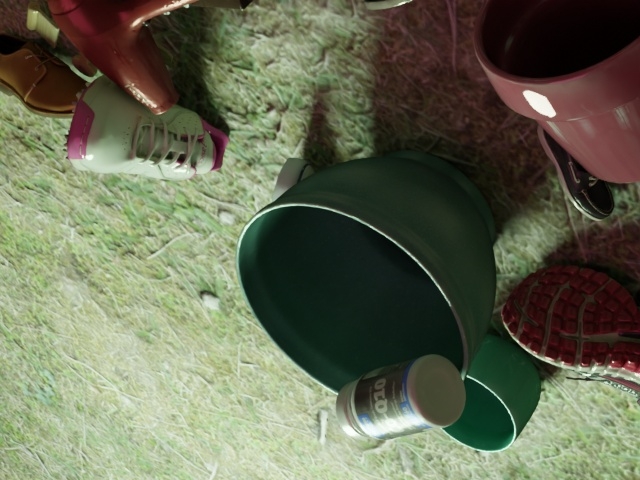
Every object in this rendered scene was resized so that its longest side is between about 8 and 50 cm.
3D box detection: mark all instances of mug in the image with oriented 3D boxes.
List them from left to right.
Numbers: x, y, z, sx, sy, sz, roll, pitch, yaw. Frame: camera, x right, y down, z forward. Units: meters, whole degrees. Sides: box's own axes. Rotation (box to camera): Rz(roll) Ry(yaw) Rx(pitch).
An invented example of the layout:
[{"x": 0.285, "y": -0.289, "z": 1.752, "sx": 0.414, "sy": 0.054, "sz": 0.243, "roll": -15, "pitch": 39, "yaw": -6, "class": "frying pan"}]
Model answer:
[{"x": 0.195, "y": 0.165, "z": 1.759, "sx": 0.129, "sy": 0.097, "sz": 0.157, "roll": -2, "pitch": 124, "yaw": 42, "class": "mug"}]

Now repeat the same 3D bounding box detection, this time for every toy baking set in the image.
[{"x": -0.275, "y": -0.260, "z": 1.769, "sx": 0.197, "sy": 0.030, "sz": 0.256, "roll": 45, "pitch": 157, "yaw": -25, "class": "toy baking set"}]

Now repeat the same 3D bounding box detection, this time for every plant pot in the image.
[{"x": 0.079, "y": 0.020, "z": 1.638, "sx": 0.293, "sy": 0.196, "sz": 0.293, "roll": 23, "pitch": 139, "yaw": 22, "class": "plant pot"}, {"x": 0.263, "y": -0.157, "z": 1.328, "sx": 0.201, "sy": 0.201, "sz": 0.180, "roll": 4, "pitch": 145, "yaw": 38, "class": "plant pot"}]

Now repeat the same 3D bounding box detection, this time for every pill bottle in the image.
[{"x": 0.082, "y": 0.171, "z": 1.557, "sx": 0.137, "sy": 0.078, "sz": 0.078, "roll": -23, "pitch": 110, "yaw": 49, "class": "pill bottle"}]

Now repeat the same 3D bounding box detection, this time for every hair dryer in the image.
[{"x": -0.194, "y": -0.245, "z": 1.549, "sx": 0.224, "sy": 0.080, "sz": 0.293, "roll": 24, "pitch": 145, "yaw": 17, "class": "hair dryer"}]

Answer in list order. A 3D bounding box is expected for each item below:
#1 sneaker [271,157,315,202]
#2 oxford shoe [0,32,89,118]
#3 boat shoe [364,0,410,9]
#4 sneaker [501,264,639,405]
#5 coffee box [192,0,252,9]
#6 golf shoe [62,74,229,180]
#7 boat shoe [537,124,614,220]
[{"x": 0.000, "y": 0.000, "z": 1.787, "sx": 0.091, "sy": 0.094, "sz": 0.258, "roll": 12, "pitch": 143, "yaw": 18, "class": "sneaker"}, {"x": -0.357, "y": -0.213, "z": 1.875, "sx": 0.212, "sy": 0.076, "sz": 0.076, "roll": 25, "pitch": 134, "yaw": 33, "class": "oxford shoe"}, {"x": 0.126, "y": -0.292, "z": 1.377, "sx": 0.254, "sy": 0.095, "sz": 0.079, "roll": -17, "pitch": 116, "yaw": 46, "class": "boat shoe"}, {"x": 0.334, "y": 0.125, "z": 1.591, "sx": 0.299, "sy": 0.121, "sz": 0.112, "roll": 24, "pitch": 160, "yaw": 29, "class": "sneaker"}, {"x": -0.173, "y": -0.340, "z": 1.582, "sx": 0.247, "sy": 0.098, "sz": 0.141, "roll": 11, "pitch": 136, "yaw": 33, "class": "coffee box"}, {"x": -0.198, "y": -0.125, "z": 1.710, "sx": 0.140, "sy": 0.306, "sz": 0.115, "roll": 16, "pitch": 99, "yaw": 11, "class": "golf shoe"}, {"x": 0.271, "y": -0.077, "z": 1.504, "sx": 0.038, "sy": 0.046, "sz": 0.125, "roll": -18, "pitch": 106, "yaw": 53, "class": "boat shoe"}]
